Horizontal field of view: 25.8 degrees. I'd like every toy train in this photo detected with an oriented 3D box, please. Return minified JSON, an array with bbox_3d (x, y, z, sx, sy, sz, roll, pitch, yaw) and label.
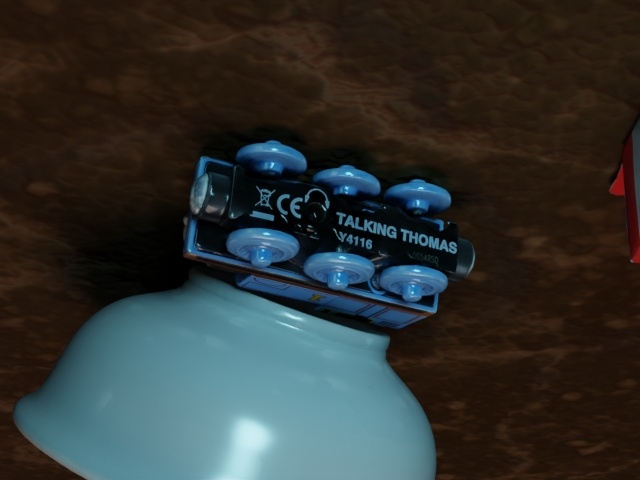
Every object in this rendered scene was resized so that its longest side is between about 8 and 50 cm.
[{"bbox_3d":[0.000,0.000,0.849,0.184,0.080,0.105,13,157,-21],"label":"toy train"}]

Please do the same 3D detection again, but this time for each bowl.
[{"bbox_3d":[-0.041,0.102,0.929,0.298,0.134,0.298,21,-178,-1],"label":"bowl"}]

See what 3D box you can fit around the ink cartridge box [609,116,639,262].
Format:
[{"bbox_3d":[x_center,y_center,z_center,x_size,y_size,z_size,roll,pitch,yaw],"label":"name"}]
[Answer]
[{"bbox_3d":[0.243,-0.046,0.734,0.134,0.078,0.231,3,154,-2],"label":"ink cartridge box"}]
